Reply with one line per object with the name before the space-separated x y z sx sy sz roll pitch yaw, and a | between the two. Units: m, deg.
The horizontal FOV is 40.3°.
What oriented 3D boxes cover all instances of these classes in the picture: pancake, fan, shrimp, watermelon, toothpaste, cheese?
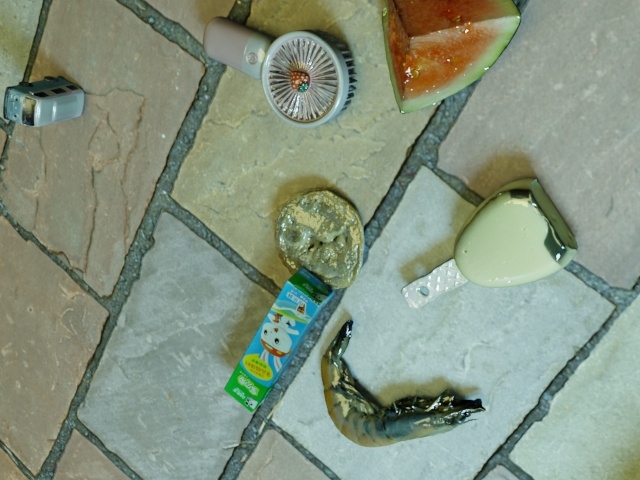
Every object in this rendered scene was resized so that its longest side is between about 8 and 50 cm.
pancake | 0.000 0.000 1.276 0.158 0.028 0.158 10 112 25
fan | -0.062 -0.243 1.203 0.244 0.074 0.130 26 118 22
shrimp | 0.103 0.203 1.266 0.262 0.051 0.198 -16 97 37
watermelon | 0.138 -0.247 1.075 0.193 0.137 0.145 30 154 20
toothpaste | -0.067 0.157 1.341 0.065 0.050 0.266 37 126 8
cheese | 0.205 0.024 1.143 0.252 0.054 0.127 -33 88 35

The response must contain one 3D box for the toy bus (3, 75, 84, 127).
toy bus | -0.445 -0.223 1.414 0.075 0.123 0.060 25 117 19
